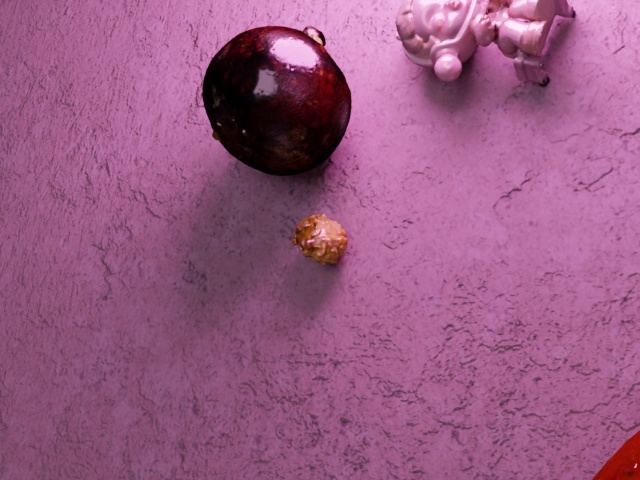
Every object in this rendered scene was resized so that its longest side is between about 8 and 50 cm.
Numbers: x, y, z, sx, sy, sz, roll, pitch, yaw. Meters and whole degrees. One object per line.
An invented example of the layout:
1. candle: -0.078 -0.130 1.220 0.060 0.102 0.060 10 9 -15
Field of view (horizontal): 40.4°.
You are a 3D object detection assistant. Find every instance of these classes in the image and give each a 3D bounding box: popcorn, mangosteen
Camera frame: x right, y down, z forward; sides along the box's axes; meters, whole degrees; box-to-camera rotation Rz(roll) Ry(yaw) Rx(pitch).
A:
1. popcorn: 0.000 0.000 1.276 0.082 0.083 0.057 41 123 11
2. mangosteen: -0.048 -0.236 1.319 0.231 0.231 0.289 9 51 31

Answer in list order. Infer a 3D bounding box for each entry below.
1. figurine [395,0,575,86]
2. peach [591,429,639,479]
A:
1. figurine: 0.217 -0.313 1.243 0.256 0.144 0.182 17 101 30
2. peach: 0.377 0.319 0.789 0.289 0.372 0.373 -4 71 30
